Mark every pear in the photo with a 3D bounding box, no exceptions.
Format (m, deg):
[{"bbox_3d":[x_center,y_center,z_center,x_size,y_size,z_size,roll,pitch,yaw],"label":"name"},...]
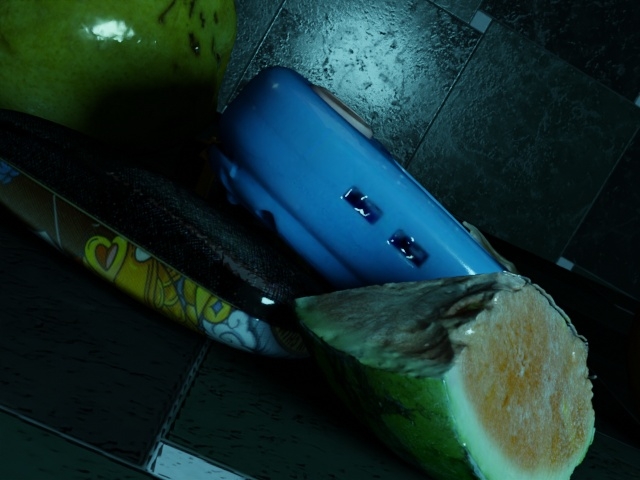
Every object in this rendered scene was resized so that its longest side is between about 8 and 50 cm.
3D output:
[{"bbox_3d":[-0.234,-0.222,1.211,0.304,0.304,0.304,24,7,-3],"label":"pear"}]

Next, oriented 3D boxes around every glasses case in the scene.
[{"bbox_3d":[-0.129,-0.010,0.804,0.321,0.082,0.122,30,8,27],"label":"glasses case"}]

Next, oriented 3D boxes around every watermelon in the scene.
[{"bbox_3d":[0.069,0.097,0.707,0.146,0.128,0.231,-1,-28,33],"label":"watermelon"}]

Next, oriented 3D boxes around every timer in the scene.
[{"bbox_3d":[0.049,-0.007,0.921,0.309,0.115,0.340,42,6,-4],"label":"timer"}]

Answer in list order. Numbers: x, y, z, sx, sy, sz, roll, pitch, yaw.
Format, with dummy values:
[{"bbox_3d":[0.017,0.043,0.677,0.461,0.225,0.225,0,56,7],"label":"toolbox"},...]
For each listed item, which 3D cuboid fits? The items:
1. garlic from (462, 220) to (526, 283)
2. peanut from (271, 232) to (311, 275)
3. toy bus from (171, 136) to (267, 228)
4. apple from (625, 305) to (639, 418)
[{"bbox_3d":[0.200,0.055,1.394,0.174,0.099,0.124,17,25,-49],"label":"garlic"},{"bbox_3d":[0.000,0.000,1.150,0.082,0.082,0.187,27,7,20],"label":"peanut"},{"bbox_3d":[-0.107,-0.068,1.294,0.088,0.083,0.194,24,4,19],"label":"toy bus"},{"bbox_3d":[0.395,0.125,1.059,0.230,0.230,0.230,24,7,-3],"label":"apple"}]
